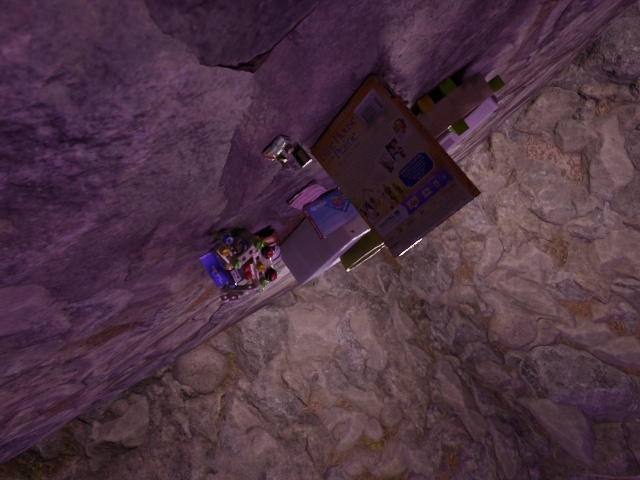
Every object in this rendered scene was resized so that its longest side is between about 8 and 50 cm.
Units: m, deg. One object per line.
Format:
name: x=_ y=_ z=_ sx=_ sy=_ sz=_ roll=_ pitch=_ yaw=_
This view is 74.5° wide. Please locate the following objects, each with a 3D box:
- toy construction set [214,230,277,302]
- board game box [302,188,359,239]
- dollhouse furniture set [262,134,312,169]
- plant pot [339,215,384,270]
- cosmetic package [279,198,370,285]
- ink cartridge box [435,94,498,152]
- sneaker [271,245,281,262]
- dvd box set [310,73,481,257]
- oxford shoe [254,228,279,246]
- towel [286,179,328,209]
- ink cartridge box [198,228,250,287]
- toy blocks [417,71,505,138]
toy construction set: x=-0.272 y=0.100 z=1.500 sx=0.215 sy=0.151 sz=0.327 roll=-31 pitch=145 yaw=-36
board game box: x=0.058 y=-0.126 z=1.792 sx=0.281 sy=0.145 sz=0.027 roll=-34 pitch=-176 yaw=-41
dollhouse furniture set: x=-0.086 y=-0.231 z=1.141 sx=0.076 sy=0.058 sz=0.152 roll=-40 pitch=169 yaw=22
plant pot: x=0.163 y=-0.037 z=2.196 sx=0.275 sy=0.293 sz=0.275 roll=-34 pitch=170 yaw=-7
cosmetic package: x=0.000 y=0.000 z=2.022 sx=0.161 sy=0.230 sz=0.453 roll=-26 pitch=167 yaw=-46
ink cartridge box: x=0.612 y=-0.524 z=1.803 sx=0.296 sy=0.066 sz=0.261 roll=-43 pitch=-167 yaw=35
sneaker: x=-0.290 y=0.090 z=1.934 sx=0.235 sy=0.090 sz=0.095 roll=-37 pitch=158 yaw=-13
dvd box set: x=0.189 y=-0.196 z=1.180 sx=0.062 sy=0.420 sz=0.307 roll=-29 pitch=168 yaw=-49
oxford shoe: x=-0.269 y=0.011 z=1.690 sx=0.212 sy=0.076 sz=0.076 roll=-29 pitch=138 yaw=-20
towel: x=-0.046 y=-0.170 z=1.645 sx=0.144 sy=0.029 sz=0.197 roll=-37 pitch=170 yaw=10
ink cartridge box: x=-0.328 y=0.083 z=1.598 sx=0.208 sy=0.045 sz=0.206 roll=-32 pitch=143 yaw=-14
toy blocks: x=0.478 y=-0.483 z=1.625 sx=0.381 sy=0.190 sz=0.261 roll=-37 pitch=-178 yaw=3
